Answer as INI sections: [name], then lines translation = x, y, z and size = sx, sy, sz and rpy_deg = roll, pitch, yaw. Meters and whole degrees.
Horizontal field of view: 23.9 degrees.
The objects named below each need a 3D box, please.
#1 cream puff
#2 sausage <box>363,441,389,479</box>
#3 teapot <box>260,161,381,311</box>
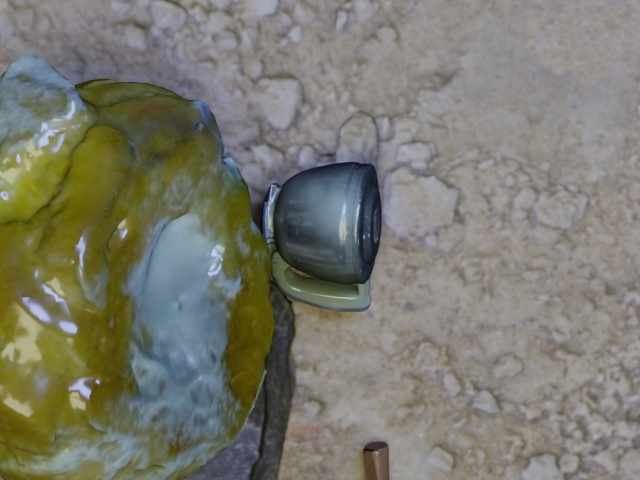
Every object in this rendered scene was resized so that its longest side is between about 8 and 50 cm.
[cream puff]
translation = -0.214, 0.035, 1.269
size = 0.275, 0.378, 0.378
rpy_deg = 1, 110, 30
[sausage]
translation = 0.059, 0.254, 1.489
size = 0.026, 0.026, 0.116
rpy_deg = -5, 108, -1
[teapot]
translation = 0.001, -0.010, 1.382
size = 0.108, 0.149, 0.111
rpy_deg = 4, 68, 12
